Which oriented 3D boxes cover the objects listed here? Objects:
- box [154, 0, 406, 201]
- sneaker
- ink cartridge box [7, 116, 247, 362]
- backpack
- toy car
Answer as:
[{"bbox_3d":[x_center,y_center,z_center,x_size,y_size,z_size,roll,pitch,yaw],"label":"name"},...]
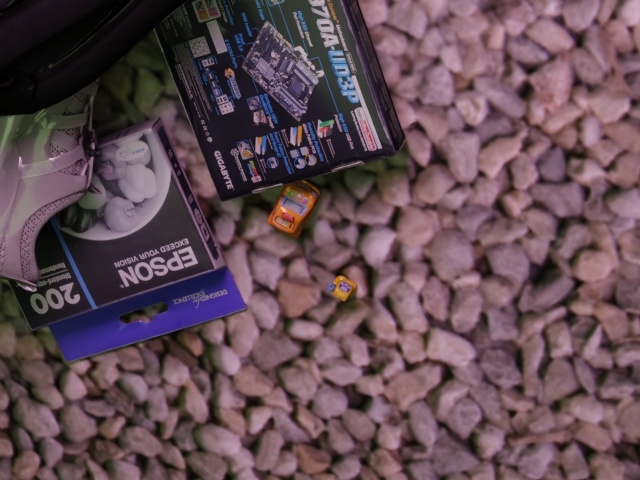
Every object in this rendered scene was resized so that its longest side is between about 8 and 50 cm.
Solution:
[{"bbox_3d":[-0.042,-0.159,1.547,0.175,0.051,0.220,-15,108,18],"label":"box"},{"bbox_3d":[-0.240,-0.086,1.577,0.115,0.105,0.281,28,96,-9],"label":"sneaker"},{"bbox_3d":[-0.202,0.010,1.659,0.206,0.045,0.208,-18,108,19],"label":"ink cartridge box"},{"bbox_3d":[-0.213,-0.257,1.403,0.273,0.290,0.355,39,100,23],"label":"backpack"},{"bbox_3d":[0.000,0.000,1.608,0.122,0.040,0.060,44,115,-6],"label":"toy car"}]
